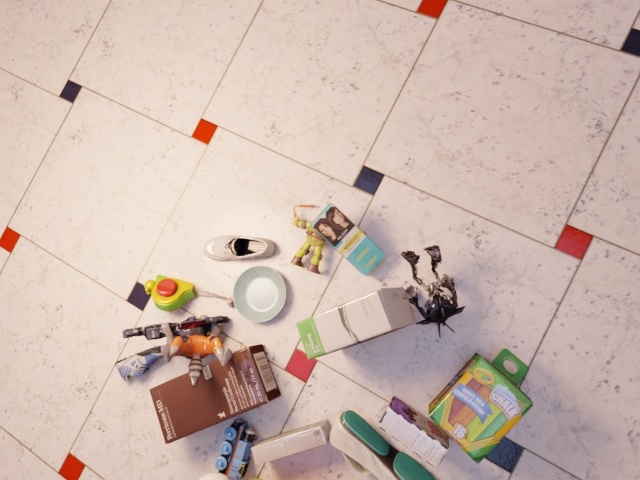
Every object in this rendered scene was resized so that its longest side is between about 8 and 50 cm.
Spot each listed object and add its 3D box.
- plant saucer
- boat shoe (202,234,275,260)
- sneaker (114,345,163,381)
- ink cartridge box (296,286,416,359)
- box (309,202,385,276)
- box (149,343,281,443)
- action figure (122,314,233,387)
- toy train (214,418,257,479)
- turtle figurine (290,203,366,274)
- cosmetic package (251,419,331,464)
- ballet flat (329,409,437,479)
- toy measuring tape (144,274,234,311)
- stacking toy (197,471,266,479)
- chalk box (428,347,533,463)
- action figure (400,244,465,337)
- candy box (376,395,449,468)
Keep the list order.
[{"bbox_3d":[-0.206,0.184,1.610,0.195,0.037,0.194,-2,80,13],"label":"plant saucer"},{"bbox_3d":[-0.296,0.026,1.629,0.268,0.088,0.096,4,82,14],"label":"boat shoe"},{"bbox_3d":[-0.628,0.434,1.657,0.211,0.080,0.081,-24,83,19],"label":"sneaker"},{"bbox_3d":[0.110,0.245,1.395,0.289,0.211,0.121,-26,75,27],"label":"ink cartridge box"},{"bbox_3d":[0.088,-0.003,1.502,0.244,0.060,0.100,43,89,-11],"label":"box"},{"bbox_3d":[-0.347,0.501,1.543,0.382,0.143,0.191,-26,77,10],"label":"box"},{"bbox_3d":[-0.454,0.346,1.504,0.342,0.330,0.178,-5,90,-17],"label":"action figure"},{"bbox_3d":[-0.274,0.684,1.529,0.105,0.080,0.184,17,84,7],"label":"toy train"},{"bbox_3d":[0.000,0.000,1.562,0.270,0.087,0.217,22,89,12],"label":"turtle figurine"},{"bbox_3d":[-0.088,0.639,1.479,0.239,0.099,0.060,-21,79,10],"label":"cosmetic package"},{"bbox_3d":[0.191,0.679,1.399,0.400,0.139,0.139,37,91,14],"label":"ballet flat"},{"bbox_3d":[-0.473,0.208,1.631,0.330,0.121,0.121,15,85,10],"label":"toy measuring tape"},{"bbox_3d":[-0.174,0.818,1.368,0.480,0.351,0.350,20,86,25],"label":"stacking toy"},{"bbox_3d":[0.469,0.443,1.332,0.180,0.179,0.289,41,92,16],"label":"chalk box"},{"bbox_3d":[0.344,0.151,1.436,0.164,0.141,0.275,-17,104,2],"label":"action figure"},{"bbox_3d":[0.274,0.554,1.369,0.196,0.165,0.070,31,91,15],"label":"candy box"}]
